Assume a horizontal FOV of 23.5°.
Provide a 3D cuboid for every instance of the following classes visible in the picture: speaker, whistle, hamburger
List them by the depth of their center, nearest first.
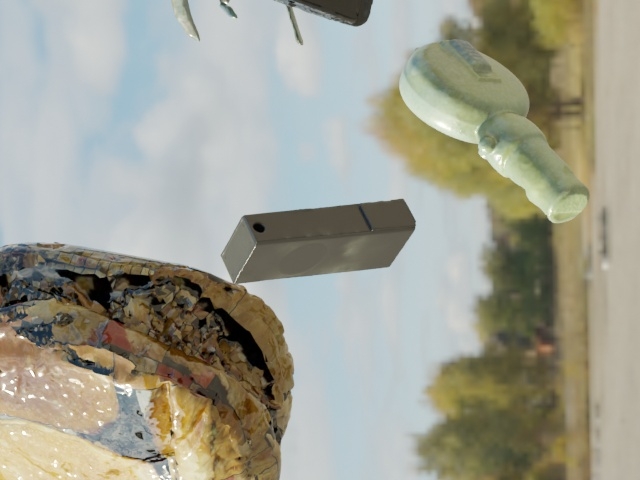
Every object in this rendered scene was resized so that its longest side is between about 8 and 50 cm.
[{"bbox_3d":[-0.123,0.099,0.881,0.231,0.231,0.107,80,-160,-44],"label":"hamburger"},{"bbox_3d":[0.162,-0.113,1.443,0.258,0.126,0.067,54,132,37],"label":"whistle"},{"bbox_3d":[0.000,0.000,1.754,0.082,0.218,0.044,-57,50,43],"label":"speaker"}]

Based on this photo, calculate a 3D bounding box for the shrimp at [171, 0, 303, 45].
[{"bbox_3d":[-0.010,-0.272,1.267,0.221,0.411,0.166,85,168,-54],"label":"shrimp"}]

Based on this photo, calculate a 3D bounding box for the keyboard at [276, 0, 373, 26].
[{"bbox_3d":[0.016,-0.259,0.994,0.025,0.094,0.230,10,85,63],"label":"keyboard"}]
